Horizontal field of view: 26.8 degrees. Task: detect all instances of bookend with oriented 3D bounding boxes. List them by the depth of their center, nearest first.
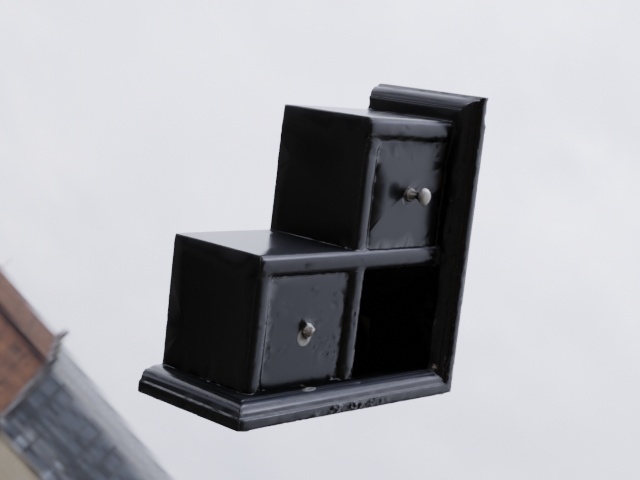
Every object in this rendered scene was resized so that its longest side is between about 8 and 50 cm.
[{"bbox_3d":[0.000,0.000,0.658,0.072,0.156,0.157,14,-80,42],"label":"bookend"}]
